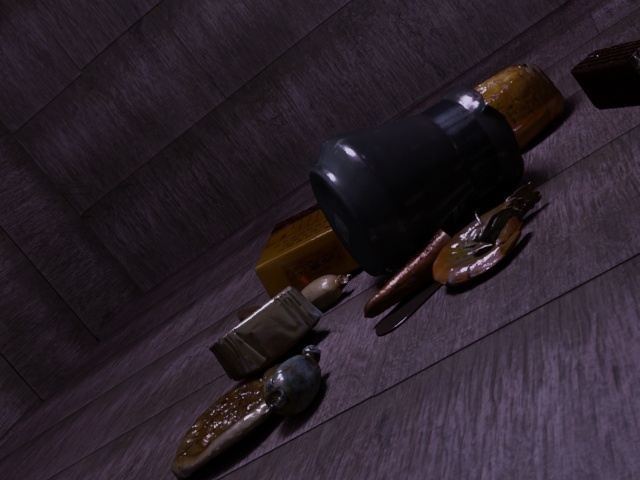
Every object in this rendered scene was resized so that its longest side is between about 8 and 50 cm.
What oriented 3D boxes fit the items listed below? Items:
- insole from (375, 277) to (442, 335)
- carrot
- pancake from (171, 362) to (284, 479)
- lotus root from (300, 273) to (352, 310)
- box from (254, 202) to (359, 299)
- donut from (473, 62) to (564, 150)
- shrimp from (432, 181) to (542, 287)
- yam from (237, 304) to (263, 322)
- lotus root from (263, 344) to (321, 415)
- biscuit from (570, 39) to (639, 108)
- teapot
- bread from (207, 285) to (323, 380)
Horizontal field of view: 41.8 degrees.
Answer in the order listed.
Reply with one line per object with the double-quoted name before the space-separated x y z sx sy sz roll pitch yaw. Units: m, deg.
"insole" 0.211 0.061 1.495 0.328 0.007 0.111 -43 11 -25
"carrot" 0.156 0.067 1.487 0.210 0.061 0.061 -42 11 -2
"pancake" -0.153 0.317 1.490 0.282 0.049 0.282 -34 8 6
"lotus root" 0.003 0.113 1.800 0.150 0.062 0.073 -33 11 29
"box" 0.000 -0.001 2.056 0.264 0.115 0.415 -28 11 9
"donut" 0.415 -0.290 1.949 0.299 0.150 0.317 -42 11 -37
"shrimp" 0.287 -0.008 1.406 0.248 0.068 0.150 -47 26 -20
"yam" -0.143 0.180 2.038 0.046 0.046 0.264 -42 11 -24
"lotus root" -0.041 0.235 1.385 0.088 0.088 0.165 -32 8 29
"biscuit" 0.586 -0.319 1.613 0.070 0.106 0.252 -39 10 -4
"teapot" 0.193 -0.109 1.657 0.362 0.305 0.376 -31 -20 -10
"bread" -0.109 0.191 1.674 0.210 0.109 0.192 -36 0 -21
